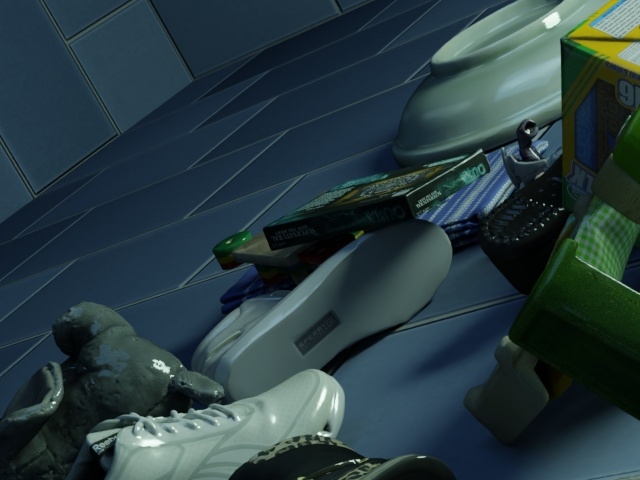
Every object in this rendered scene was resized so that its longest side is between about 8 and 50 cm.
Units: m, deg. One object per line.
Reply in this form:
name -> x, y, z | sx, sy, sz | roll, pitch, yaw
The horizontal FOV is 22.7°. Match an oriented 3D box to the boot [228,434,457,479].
boot -> -0.040, 0.203, 1.040 | 0.236, 0.085, 0.178 | -27, 10, -18

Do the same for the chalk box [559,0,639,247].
chalk box -> 0.267, -0.074, 1.185 | 0.132, 0.213, 0.132 | 31, 55, 34

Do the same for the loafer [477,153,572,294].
loafer -> 0.226, -0.030, 1.346 | 0.220, 0.078, 0.080 | -32, 35, -17

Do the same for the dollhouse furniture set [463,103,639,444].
dollhouse furniture set -> 0.215, 0.037, 1.001 | 0.197, 0.151, 0.301 | -58, -6, -18

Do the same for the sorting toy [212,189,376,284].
sorting toy -> 0.000, 0.000, 1.623 | 0.132, 0.046, 0.274 | -34, 16, -22

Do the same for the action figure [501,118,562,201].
action figure -> 0.268, -0.102, 1.504 | 0.185, 0.099, 0.285 | -6, 29, 37

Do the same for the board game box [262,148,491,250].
board game box -> 0.052, -0.037, 1.488 | 0.186, 0.026, 0.126 | -12, 13, 45

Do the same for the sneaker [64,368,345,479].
sneaker -> -0.108, 0.173, 1.221 | 0.292, 0.118, 0.110 | -33, 12, -21

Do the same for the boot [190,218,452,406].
boot -> -0.007, 0.058, 1.472 | 0.258, 0.095, 0.123 | -34, 21, -15

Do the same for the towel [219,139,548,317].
towel -> 0.069, -0.009, 1.722 | 0.336, 0.040, 0.243 | -19, 15, 29

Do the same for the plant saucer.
plant saucer -> 0.251, -0.231, 2.007 | 0.400, 0.100, 0.400 | -28, 13, 7

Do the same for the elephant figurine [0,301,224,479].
elephant figurine -> -0.234, 0.184, 1.400 | 0.239, 0.169, 0.186 | -40, -15, -28
